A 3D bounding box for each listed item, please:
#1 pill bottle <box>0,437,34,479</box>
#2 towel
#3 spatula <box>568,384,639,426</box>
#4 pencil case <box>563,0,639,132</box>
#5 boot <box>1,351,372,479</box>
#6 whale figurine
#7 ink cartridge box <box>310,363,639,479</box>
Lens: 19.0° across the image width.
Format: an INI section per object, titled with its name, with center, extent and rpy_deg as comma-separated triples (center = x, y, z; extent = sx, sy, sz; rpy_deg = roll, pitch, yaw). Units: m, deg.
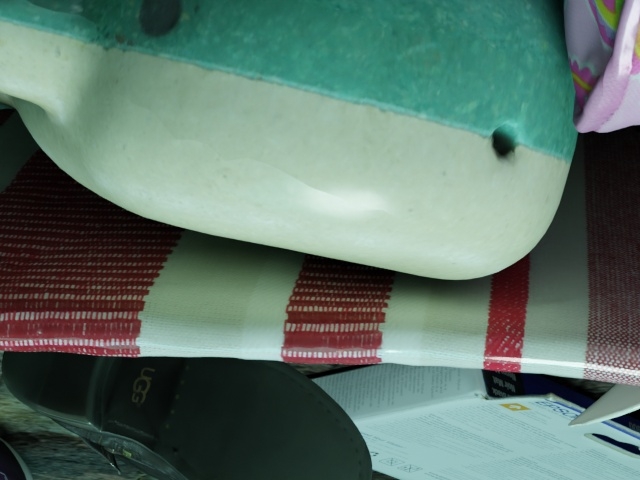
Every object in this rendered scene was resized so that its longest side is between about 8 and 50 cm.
[pill bottle]
center = -0.319, 0.195, 1.356
extent = 0.182, 0.181, 0.323
rpy_deg = -4, 159, 23
[towel]
center = 0.000, 0.000, 0.757
extent = 0.329, 0.037, 0.237
rpy_deg = 3, -160, 6
[spatula]
center = 0.225, 0.010, 0.749
extent = 0.242, 0.019, 0.168
rpy_deg = -30, -174, -42
[pencil case]
center = 0.210, -0.082, 0.564
extent = 0.284, 0.124, 0.124
rpy_deg = 5, 160, -1
[boot]
center = -0.069, 0.128, 1.230
extent = 0.263, 0.091, 0.229
rpy_deg = 22, 166, 19
[whale figurine]
center = -0.032, -0.077, 0.666
extent = 0.216, 0.141, 0.272
rpy_deg = 11, -175, -45
[ink cartridge box]
center = 0.131, 0.125, 1.251
extent = 0.224, 0.045, 0.223
rpy_deg = -13, 152, 42
